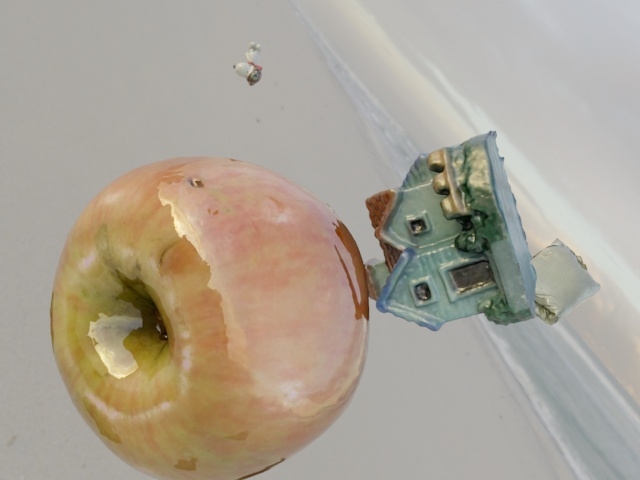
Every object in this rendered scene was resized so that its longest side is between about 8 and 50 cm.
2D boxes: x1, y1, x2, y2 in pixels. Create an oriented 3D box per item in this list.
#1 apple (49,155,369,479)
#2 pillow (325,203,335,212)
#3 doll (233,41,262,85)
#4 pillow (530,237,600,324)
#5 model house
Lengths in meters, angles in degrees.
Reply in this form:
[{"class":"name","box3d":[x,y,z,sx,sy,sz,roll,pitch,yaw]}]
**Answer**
[{"class":"apple","box3d":[-0.119,0.096,0.822,0.346,0.391,0.391,1,47,-56]},{"class":"pillow","box3d":[0.000,0.000,1.230,0.171,0.075,0.179,60,-19,2]},{"class":"doll","box3d":[-0.135,-0.348,1.331,0.058,0.085,0.040,35,-31,-9]},{"class":"pillow","box3d":[0.459,0.085,1.329,0.181,0.078,0.134,-25,61,-33]},{"class":"model house","box3d":[0.177,0.004,1.152,0.251,0.329,0.295,-27,100,-64]}]
